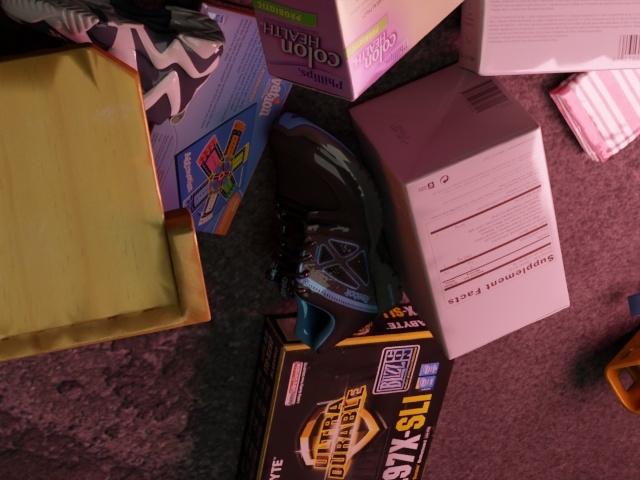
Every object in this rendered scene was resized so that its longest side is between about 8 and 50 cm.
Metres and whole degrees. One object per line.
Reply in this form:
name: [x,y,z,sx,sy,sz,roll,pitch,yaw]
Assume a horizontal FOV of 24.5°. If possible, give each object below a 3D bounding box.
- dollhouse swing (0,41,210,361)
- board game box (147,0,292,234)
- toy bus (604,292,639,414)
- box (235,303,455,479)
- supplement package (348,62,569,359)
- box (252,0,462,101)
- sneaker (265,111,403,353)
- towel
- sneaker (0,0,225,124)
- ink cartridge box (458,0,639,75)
dollhouse swing: [-0.318,-0.037,1.569,0.347,0.315,0.304,-11,96,-6]
board game box: [-0.124,-0.136,1.670,0.145,0.027,0.281,11,120,-29]
toy bus: [0.498,0.162,2.129,0.202,0.190,0.104,16,160,-32]
box: [0.032,0.236,1.993,0.257,0.079,0.322,-4,126,-24]
supplement package: [0.172,-0.038,1.780,0.175,0.177,0.293,-24,132,-7]
box: [0.033,-0.307,1.492,0.213,0.117,0.243,-45,139,-32]
sneaker: [0.000,0.000,1.745,0.140,0.125,0.340,-39,134,-19]
towel: [0.394,-0.202,1.861,0.197,0.029,0.144,-38,131,3]
sneaker: [-0.231,-0.182,1.542,0.235,0.094,0.153,8,123,-27]
ink cartridge box: [0.298,-0.317,1.708,0.275,0.060,0.238,-5,107,-21]
